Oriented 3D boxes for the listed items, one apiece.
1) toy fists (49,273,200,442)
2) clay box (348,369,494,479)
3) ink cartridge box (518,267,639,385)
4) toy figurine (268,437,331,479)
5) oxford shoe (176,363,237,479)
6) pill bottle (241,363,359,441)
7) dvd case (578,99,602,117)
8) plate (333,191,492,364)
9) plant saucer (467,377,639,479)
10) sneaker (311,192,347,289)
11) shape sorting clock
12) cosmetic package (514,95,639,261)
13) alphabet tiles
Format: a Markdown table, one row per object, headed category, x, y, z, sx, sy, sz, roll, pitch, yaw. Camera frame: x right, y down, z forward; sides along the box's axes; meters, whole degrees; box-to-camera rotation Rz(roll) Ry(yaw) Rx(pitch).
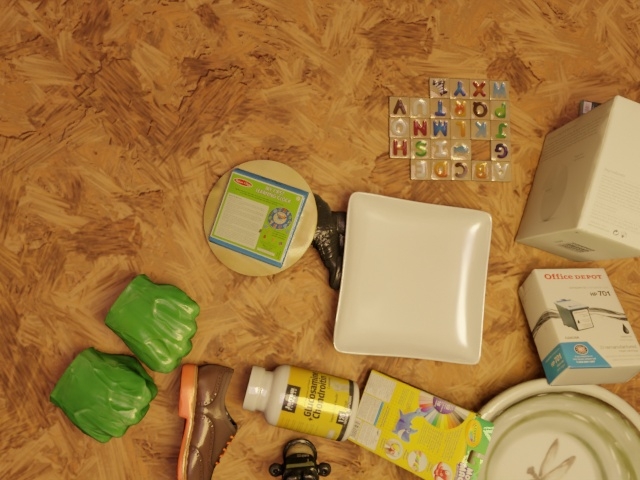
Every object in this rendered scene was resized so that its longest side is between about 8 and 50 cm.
| category | x | y | z | sx | sy | sz | roll | pitch | yaw |
| --- | --- | --- | --- | --- | --- | --- | --- | --- | --- |
| toy fists | -0.309 | 0.199 | 0.926 | 0.142 | 0.096 | 0.279 | 34 | 84 | 8 |
| clay box | 0.166 | 0.316 | 0.926 | 0.221 | 0.053 | 0.128 | 18 | 83 | 30 |
| ink cartridge box | 0.446 | 0.146 | 0.966 | 0.139 | 0.082 | 0.191 | -1 | 54 | -6 |
| toy figurine | -0.025 | 0.463 | 0.911 | 0.213 | 0.148 | 0.210 | 39 | 88 | -4 |
| oxford shoe | -0.186 | 0.343 | 0.925 | 0.098 | 0.097 | 0.272 | 1 | 85 | -12 |
| pill bottle | -0.034 | 0.268 | 0.940 | 0.184 | 0.103 | 0.103 | 15 | 84 | -5 |
| dvd case | 0.561 | -0.222 | 1.087 | 0.119 | 0.013 | 0.087 | 9 | 84 | -6 |
| plate | 0.163 | 0.069 | 0.993 | 0.277 | 0.045 | 0.278 | 8 | 85 | -14 |
| plant saucer | 0.398 | 0.436 | 0.972 | 0.399 | 0.100 | 0.401 | 0 | 85 | -5 |
| sneaker | 0.000 | 0.000 | 0.995 | 0.089 | 0.051 | 0.170 | 6 | 80 | -5 |
| shape sorting clock | -0.106 | -0.040 | 0.979 | 0.206 | 0.040 | 0.207 | -1 | 87 | 12 |
| cosmetic package | 0.473 | -0.092 | 0.961 | 0.138 | 0.224 | 0.225 | 18 | 84 | -4 |
| alphabet tiles | 0.246 | -0.211 | 1.057 | 0.237 | 0.009 | 0.199 | 1 | 85 | -6 |
